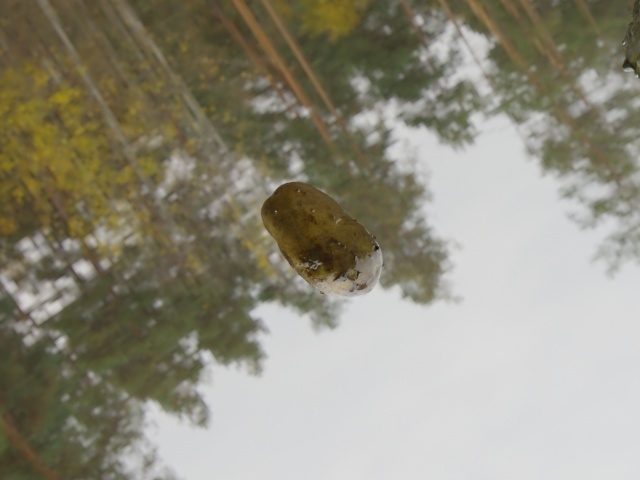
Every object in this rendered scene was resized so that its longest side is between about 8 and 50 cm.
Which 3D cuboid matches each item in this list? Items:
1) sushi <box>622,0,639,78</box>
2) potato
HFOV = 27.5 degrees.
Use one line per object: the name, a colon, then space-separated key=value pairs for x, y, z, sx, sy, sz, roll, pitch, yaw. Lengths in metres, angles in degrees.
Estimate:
sushi: x=0.417 y=-0.238 z=1.303 sx=0.139 sy=0.184 sz=0.274 roll=-94 pitch=-163 yaw=-59
potato: x=0.000 y=0.000 z=0.752 sx=0.051 sy=0.083 sz=0.040 roll=-22 pitch=151 yaw=-53
